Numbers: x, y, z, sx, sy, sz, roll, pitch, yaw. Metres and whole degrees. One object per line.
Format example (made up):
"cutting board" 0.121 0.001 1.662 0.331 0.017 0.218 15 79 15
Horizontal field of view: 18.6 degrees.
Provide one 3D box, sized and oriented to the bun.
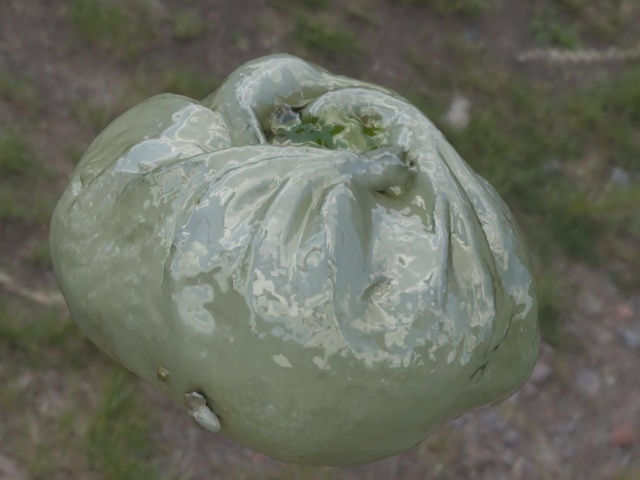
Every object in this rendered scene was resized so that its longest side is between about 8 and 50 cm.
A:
"bun" 0.000 0.000 0.963 0.259 0.160 0.259 23 20 -9
